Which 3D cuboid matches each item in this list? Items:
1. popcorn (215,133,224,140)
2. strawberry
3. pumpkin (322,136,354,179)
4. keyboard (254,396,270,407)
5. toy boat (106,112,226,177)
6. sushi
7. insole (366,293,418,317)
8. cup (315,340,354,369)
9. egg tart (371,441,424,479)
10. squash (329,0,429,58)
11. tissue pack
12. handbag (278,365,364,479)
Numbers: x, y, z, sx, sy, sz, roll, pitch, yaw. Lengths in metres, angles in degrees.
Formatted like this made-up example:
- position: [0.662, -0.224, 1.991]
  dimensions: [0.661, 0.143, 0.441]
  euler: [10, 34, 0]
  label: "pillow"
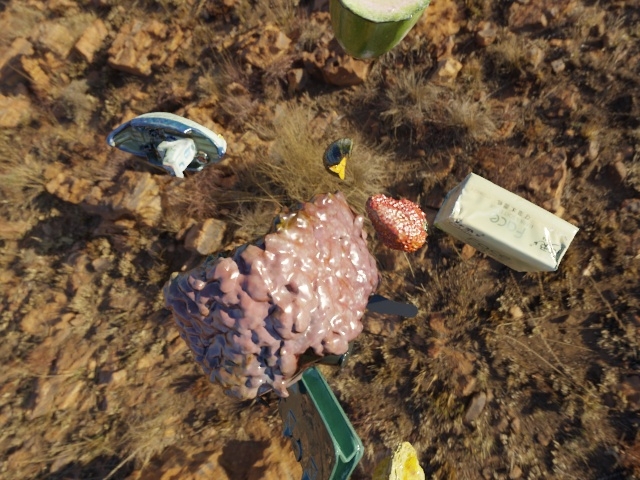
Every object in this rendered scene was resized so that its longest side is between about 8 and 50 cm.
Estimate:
- position: [-0.378, -0.342, 1.439]
  dimensions: [0.083, 0.057, 0.082]
  euler: [7, 53, -18]
  label: "popcorn"
- position: [0.257, -0.045, 1.316]
  dimensions: [0.235, 0.107, 0.175]
  euler: [8, 106, -14]
  label: "strawberry"
- position: [0.063, -0.327, 1.597]
  dimensions: [0.107, 0.184, 0.119]
  euler: [13, 56, -5]
  label: "pumpkin"
- position: [-0.244, 0.524, 1.426]
  dimensions: [0.013, 0.061, 0.204]
  euler: [-53, 34, -15]
  label: "keyboard"
- position: [-0.320, -0.189, 0.829]
  dimensions: [0.261, 0.114, 0.115]
  euler: [17, 52, 19]
  label: "toy boat"
- position: [-0.048, 0.061, 0.517]
  dimensions: [0.236, 0.270, 0.171]
  euler: [-28, 95, 35]
  label: "sushi"
- position: [0.297, 0.287, 1.766]
  dimensions: [0.253, 0.005, 0.086]
  euler: [13, 107, 4]
  label: "insole"
- position: [0.017, 0.308, 1.279]
  dimensions: [0.176, 0.223, 0.169]
  euler: [19, 67, 9]
  label: "cup"
- position: [0.318, 1.024, 1.647]
  dimensions: [0.168, 0.387, 0.388]
  euler: [-15, 71, 28]
  label: "egg tart"
- position: [0.170, -0.688, 1.206]
  dimensions: [0.309, 0.309, 0.311]
  euler: [0, 82, 1]
  label: "squash"
- position: [0.662, -0.054, 1.524]
  dimensions: [0.404, 0.332, 0.205]
  euler: [28, 88, 6]
  label: "tissue pack"
- position: [-0.022, 0.556, 1.199]
  dimensions: [0.326, 0.089, 0.239]
  euler: [47, 125, 48]
  label: "handbag"
